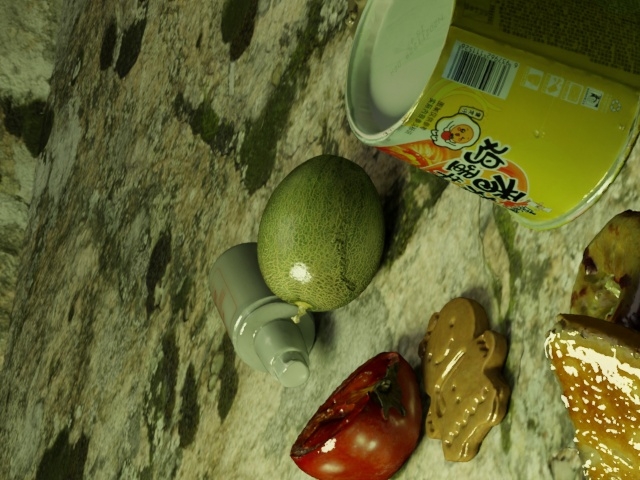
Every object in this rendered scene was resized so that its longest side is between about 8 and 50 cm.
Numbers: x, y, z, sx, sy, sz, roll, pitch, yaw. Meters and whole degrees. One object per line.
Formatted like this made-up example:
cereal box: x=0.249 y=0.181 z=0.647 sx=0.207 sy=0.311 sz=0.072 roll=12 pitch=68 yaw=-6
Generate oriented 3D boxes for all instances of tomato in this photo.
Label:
tomato: x=0.050 y=0.190 z=1.807 sx=0.139 sy=0.091 sz=0.159 roll=-35 pitch=15 yaw=42

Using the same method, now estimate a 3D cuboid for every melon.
melon: x=0.000 y=0.000 z=1.985 sx=0.139 sy=0.139 sz=0.192 roll=-21 pitch=51 yaw=62

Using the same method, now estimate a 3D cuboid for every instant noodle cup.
instant noodle cup: x=0.154 y=-0.156 z=1.666 sx=0.264 sy=0.200 sz=0.264 roll=-46 pitch=36 yaw=49

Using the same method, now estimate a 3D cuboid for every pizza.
pizza: x=0.244 y=0.146 z=1.372 sx=0.201 sy=0.053 sz=0.193 roll=39 pitch=139 yaw=20

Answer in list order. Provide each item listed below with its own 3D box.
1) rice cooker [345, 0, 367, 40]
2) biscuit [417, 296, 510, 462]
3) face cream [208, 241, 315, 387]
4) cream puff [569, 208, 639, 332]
rice cooker: x=0.100 y=-0.264 z=1.962 sx=0.145 sy=0.127 sz=0.206 roll=-53 pitch=22 yaw=40
biscuit: x=0.134 y=0.126 z=1.735 sx=0.133 sy=0.027 sz=0.184 roll=-53 pitch=30 yaw=43
face cream: x=-0.058 y=0.098 z=2.100 sx=0.101 sy=0.101 sz=0.252 roll=-65 pitch=24 yaw=19
cream puff: x=0.258 y=0.044 z=1.435 sx=0.149 sy=0.084 sz=0.149 roll=-162 pitch=90 yaw=-72
